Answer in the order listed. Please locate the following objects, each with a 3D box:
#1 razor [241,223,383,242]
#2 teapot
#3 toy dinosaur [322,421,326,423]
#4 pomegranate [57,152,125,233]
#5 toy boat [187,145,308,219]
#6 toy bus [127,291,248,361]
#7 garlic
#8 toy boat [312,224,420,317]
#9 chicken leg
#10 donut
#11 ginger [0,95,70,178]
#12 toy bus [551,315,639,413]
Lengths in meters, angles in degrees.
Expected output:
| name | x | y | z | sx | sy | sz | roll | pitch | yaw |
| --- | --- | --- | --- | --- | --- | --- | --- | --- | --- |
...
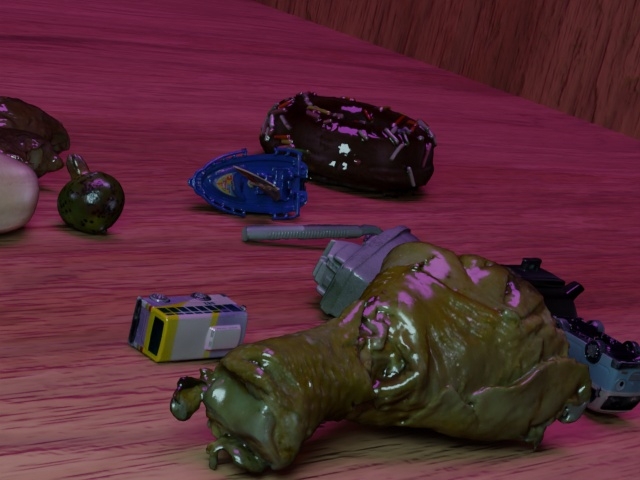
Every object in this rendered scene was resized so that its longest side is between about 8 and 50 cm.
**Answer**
| name | x | y | z | sx | sy | sz | roll | pitch | yaw |
| --- | --- | --- | --- | --- | --- | --- | --- | --- | --- |
| razor | 0.001 | -0.007 | 2.089 | 0.211 | 0.036 | 0.084 | 6 | 14 | -33 |
| teapot | 0.214 | 0.065 | 1.887 | 0.177 | 0.096 | 0.087 | 2 | 18 | -39 |
| toy dinosaur | -0.030 | 0.136 | 1.518 | 0.083 | 0.021 | 0.062 | 13 | 26 | -10 |
| pomegranate | -0.246 | -0.050 | 1.906 | 0.073 | 0.085 | 0.073 | 3 | 14 | -1 |
| toy boat | -0.078 | -0.070 | 2.142 | 0.175 | 0.091 | 0.110 | 0 | 2 | -31 |
| toy bus | -0.116 | 0.078 | 1.594 | 0.102 | 0.052 | 0.058 | -1 | 22 | -41 |
| garlic | -0.396 | -0.074 | 1.813 | 0.217 | 0.110 | 0.228 | 18 | 13 | 0 |
| toy boat | 0.055 | 0.025 | 1.919 | 0.085 | 0.078 | 0.260 | 32 | 19 | 10 |
| chicken leg | 0.053 | 0.108 | 1.471 | 0.152 | 0.201 | 0.429 | -12 | -1 | 42 |
| donut | 0.043 | -0.142 | 2.537 | 0.269 | 0.103 | 0.270 | 13 | 15 | -4 |
| ginger | -0.354 | -0.116 | 2.061 | 0.122 | 0.084 | 0.290 | 8 | 13 | 1 |
| toy bus | 0.267 | 0.125 | 1.740 | 0.060 | 0.075 | 0.123 | 4 | 17 | -34 |
